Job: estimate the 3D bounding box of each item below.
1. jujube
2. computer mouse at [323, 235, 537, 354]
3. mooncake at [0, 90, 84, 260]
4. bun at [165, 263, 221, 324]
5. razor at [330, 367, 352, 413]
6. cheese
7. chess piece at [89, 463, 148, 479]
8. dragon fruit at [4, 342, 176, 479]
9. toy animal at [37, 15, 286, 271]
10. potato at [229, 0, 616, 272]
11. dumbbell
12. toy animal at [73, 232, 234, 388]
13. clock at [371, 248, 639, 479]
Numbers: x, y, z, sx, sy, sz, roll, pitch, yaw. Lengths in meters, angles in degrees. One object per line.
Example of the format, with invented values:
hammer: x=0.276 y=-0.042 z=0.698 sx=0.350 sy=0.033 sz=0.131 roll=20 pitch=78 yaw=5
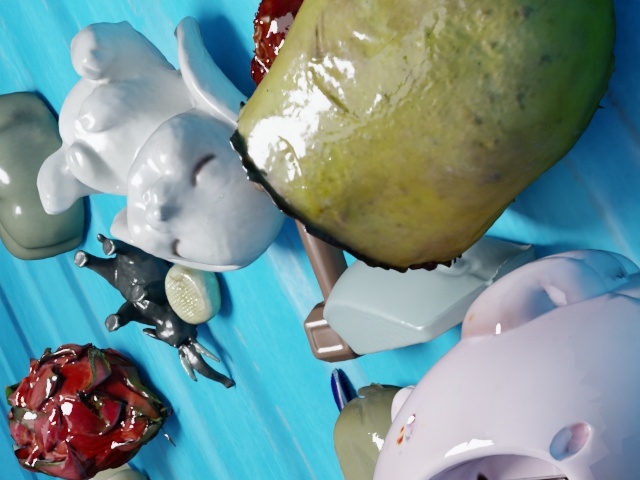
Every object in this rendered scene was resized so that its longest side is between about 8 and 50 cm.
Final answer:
jujube: x=-0.018 y=-0.169 z=0.948 sx=0.104 sy=0.104 sz=0.166 roll=56 pitch=149 yaw=20
computer mouse: x=0.078 y=0.036 z=0.895 sx=0.079 sy=0.128 sz=0.231 roll=58 pitch=155 yaw=-5
mooncake: x=-0.478 y=-0.098 z=1.732 sx=0.275 sy=0.135 sz=0.275 roll=44 pitch=147 yaw=39
bun: x=-0.157 y=0.061 z=1.383 sx=0.086 sy=0.054 sz=0.086 roll=23 pitch=128 yaw=33
razor: x=0.045 y=0.209 z=1.169 sx=0.155 sy=0.028 sz=0.044 roll=60 pitch=150 yaw=13
cheese: x=0.087 y=0.235 z=1.056 sx=0.175 sy=0.091 sz=0.203 roll=-27 pitch=84 yaw=61
chess piece: x=-0.287 y=0.482 z=1.826 sx=0.397 sy=0.117 sz=0.117 roll=32 pitch=135 yaw=49
dragon fruit: x=-0.357 y=0.280 z=1.708 sx=0.293 sy=0.234 sz=0.234 roll=16 pitch=126 yaw=28
toy animal: x=-0.143 y=-0.084 z=1.146 sx=0.265 sy=0.206 sz=0.272 roll=34 pitch=118 yaw=27
potato: x=0.086 y=-0.125 z=0.732 sx=0.266 sy=0.229 sz=0.229 roll=-46 pitch=69 yaw=42
dumbbell: x=0.000 y=0.000 z=1.040 sx=0.092 sy=0.082 sz=0.231 roll=-14 pitch=97 yaw=37
toy animal: x=-0.223 y=0.090 z=1.442 sx=0.082 sy=0.137 sz=0.269 roll=-45 pitch=68 yaw=16
clock: x=0.175 y=0.200 z=0.720 sx=0.376 sy=0.250 sz=0.368 roll=-31 pitch=82 yaw=60
